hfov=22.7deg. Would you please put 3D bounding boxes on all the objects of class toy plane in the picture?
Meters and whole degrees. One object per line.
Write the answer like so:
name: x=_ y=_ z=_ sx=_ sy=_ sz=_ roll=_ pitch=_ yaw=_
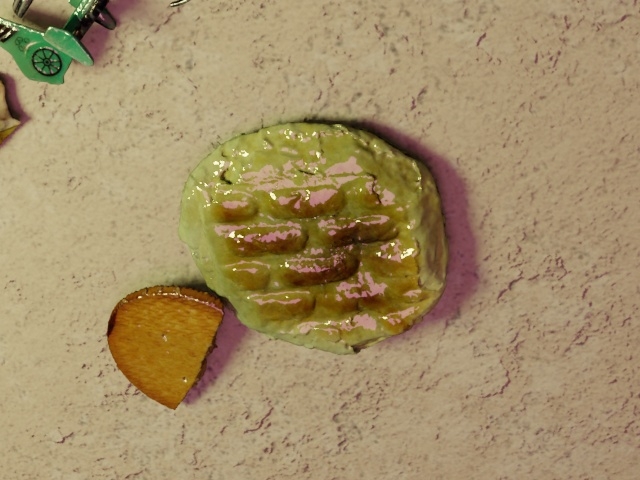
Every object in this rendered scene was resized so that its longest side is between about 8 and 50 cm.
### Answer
toy plane: x=-0.178 y=-0.285 z=1.526 sx=0.155 sy=0.106 sz=0.381 roll=35 pitch=121 yaw=-10

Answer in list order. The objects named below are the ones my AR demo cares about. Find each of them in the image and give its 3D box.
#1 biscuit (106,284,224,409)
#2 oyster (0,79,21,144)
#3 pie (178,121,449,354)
biscuit: x=-0.181 y=0.110 z=1.814 sx=0.126 sy=0.025 sz=0.206 roll=26 pitch=135 yaw=-2
oyster: x=-0.443 y=-0.126 z=1.669 sx=0.223 sy=0.083 sz=0.214 roll=-36 pitch=117 yaw=18
pie: x=0.000 y=0.000 z=1.716 sx=0.306 sy=0.071 sz=0.306 roll=2 pitch=124 yaw=3
